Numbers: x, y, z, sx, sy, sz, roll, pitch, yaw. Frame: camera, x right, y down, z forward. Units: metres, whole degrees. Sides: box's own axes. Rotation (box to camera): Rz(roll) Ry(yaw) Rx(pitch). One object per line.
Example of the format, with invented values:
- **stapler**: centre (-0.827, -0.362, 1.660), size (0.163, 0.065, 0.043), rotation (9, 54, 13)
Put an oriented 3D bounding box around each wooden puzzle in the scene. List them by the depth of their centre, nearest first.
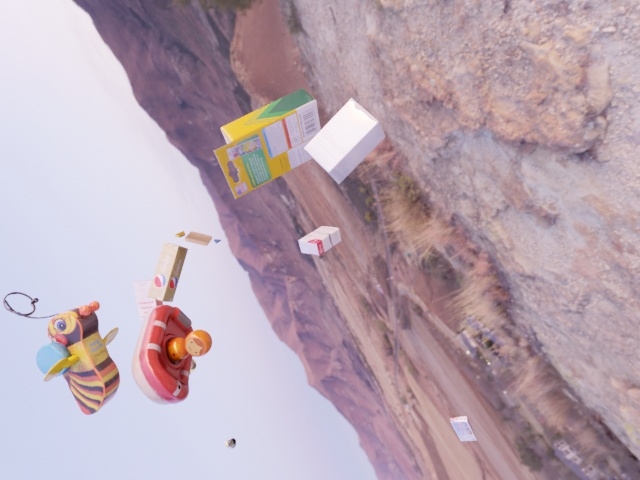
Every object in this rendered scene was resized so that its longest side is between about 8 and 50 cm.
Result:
- **wooden puzzle**: centre (-0.353, -0.004, 1.234), size (0.078, 0.116, 0.014), rotation (-78, 4, -73)

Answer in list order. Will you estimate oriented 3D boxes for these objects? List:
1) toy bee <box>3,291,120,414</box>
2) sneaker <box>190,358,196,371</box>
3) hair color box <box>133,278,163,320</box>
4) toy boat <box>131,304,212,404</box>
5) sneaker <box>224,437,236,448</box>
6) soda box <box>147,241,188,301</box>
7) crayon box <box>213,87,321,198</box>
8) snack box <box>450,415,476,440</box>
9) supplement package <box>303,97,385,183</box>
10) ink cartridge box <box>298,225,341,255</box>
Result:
- **toy bee**: centre (-0.507, 0.208, 0.879), size (0.298, 0.162, 0.195), rotation (50, -163, -23)
- **sneaker**: centre (-0.603, 0.568, 1.902), size (0.208, 0.081, 0.094), rotation (-18, 130, 41)
- **hair color box**: centre (-0.725, 0.250, 1.810), size (0.053, 0.093, 0.167), rotation (-20, -77, -77)
- **toy boat**: centre (-0.314, 0.245, 0.957), size (0.231, 0.151, 0.151), rotation (-97, -16, -48)
- **sneaker**: centre (-0.332, 0.769, 1.620), size (0.031, 0.035, 0.083), rotation (59, 176, 25)
- **soda box**: centre (-0.487, 0.101, 1.367), size (0.061, 0.181, 0.058), rotation (13, 174, 17)
- **crayon box**: centre (-0.154, -0.284, 1.264), size (0.083, 0.323, 0.203), rotation (51, 165, 33)
- **snack box**: centre (0.564, 0.744, 1.682), size (0.178, 0.064, 0.022), rotation (59, -152, -36)
- **supplement package**: centre (0.065, -0.257, 1.121), size (0.105, 0.179, 0.105), rotation (48, -173, 20)
- **ink cartridge box**: centre (0.000, 0.000, 1.819), size (0.109, 0.150, 0.063), rotation (9, 122, 44)
